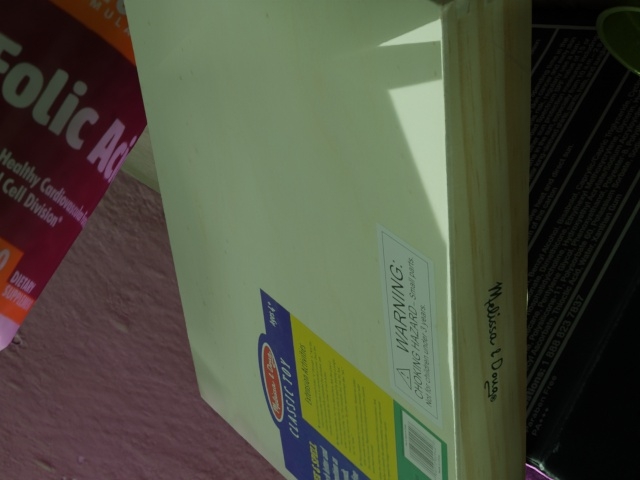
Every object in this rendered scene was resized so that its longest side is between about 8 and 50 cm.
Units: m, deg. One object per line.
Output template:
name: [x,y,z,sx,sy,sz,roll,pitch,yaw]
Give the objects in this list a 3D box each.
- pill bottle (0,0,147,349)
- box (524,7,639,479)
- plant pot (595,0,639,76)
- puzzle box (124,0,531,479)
pill bottle: [-0.229,-0.135,0.996,0.224,0.392,0.224,29,170,6]
box: [0.164,0.013,0.873,0.183,0.296,0.294,37,169,-33]
plant pot: [0.199,-0.128,0.699,0.083,0.079,0.083,29,169,6]
puzzle box: [0.000,0.000,0.715,0.272,0.052,0.408,37,145,40]
